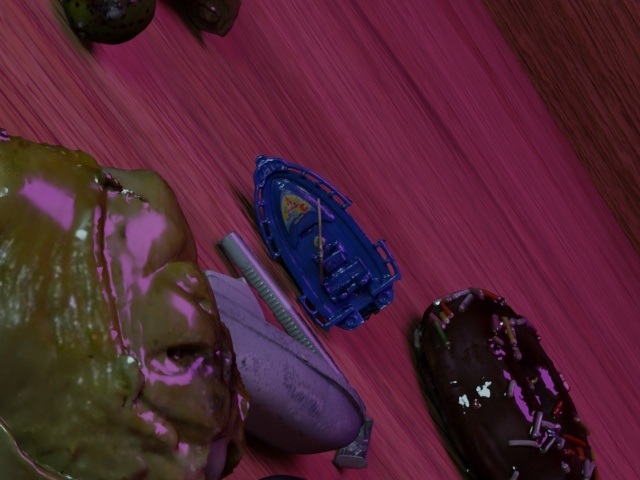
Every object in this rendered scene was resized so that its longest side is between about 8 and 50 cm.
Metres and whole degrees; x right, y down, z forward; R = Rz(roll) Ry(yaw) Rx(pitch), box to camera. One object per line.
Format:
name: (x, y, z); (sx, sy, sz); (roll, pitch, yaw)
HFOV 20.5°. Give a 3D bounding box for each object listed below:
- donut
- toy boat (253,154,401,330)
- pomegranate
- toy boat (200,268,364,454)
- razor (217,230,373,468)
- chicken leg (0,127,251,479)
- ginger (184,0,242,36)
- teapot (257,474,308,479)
donut: (0.195, 0.168, 1.820); (0.270, 0.103, 0.270); (53, 19, -26)
toy boat: (0.000, 0.000, 1.489); (0.175, 0.091, 0.110); (55, 0, -11)
pomegranate: (-0.152, -0.187, 1.326); (0.073, 0.084, 0.073); (49, 12, -14)
toy boat: (-0.041, 0.088, 1.230); (0.260, 0.078, 0.085); (40, 42, -50)
razor: (-0.015, 0.080, 1.409); (0.211, 0.036, 0.084); (59, 13, -13)
chicken leg: (-0.185, -0.002, 0.807); (0.429, 0.201, 0.152); (47, -8, -28)
ginger: (-0.133, -0.258, 1.511); (0.122, 0.084, 0.290); (61, 13, 21)
teapot: (0.013, 0.220, 1.143); (0.177, 0.096, 0.087); (56, 16, -18)
